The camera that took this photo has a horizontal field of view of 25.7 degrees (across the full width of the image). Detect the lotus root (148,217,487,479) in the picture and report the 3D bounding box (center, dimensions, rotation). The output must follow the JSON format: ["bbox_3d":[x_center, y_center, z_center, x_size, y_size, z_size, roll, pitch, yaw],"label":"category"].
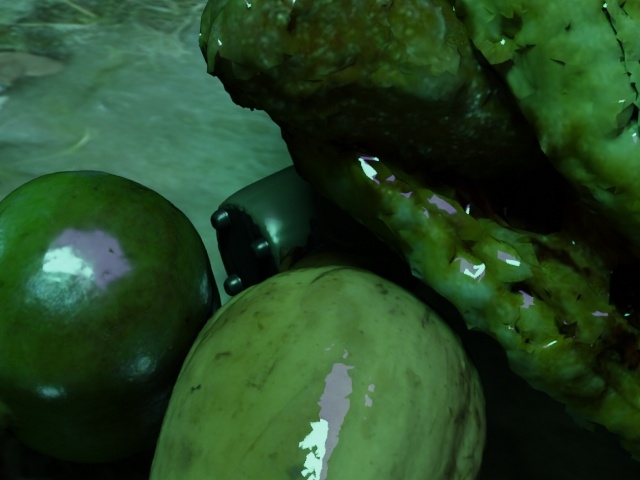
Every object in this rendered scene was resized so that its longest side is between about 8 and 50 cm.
[{"bbox_3d":[0.001,0.107,0.631,0.140,0.154,0.257,1,54,23],"label":"lotus root"}]

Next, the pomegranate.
[{"bbox_3d":[-0.139,0.053,0.677,0.191,0.152,0.131,-36,62,-17],"label":"pomegranate"}]

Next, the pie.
[{"bbox_3d":[0.119,-0.086,0.763,0.395,0.180,0.418,41,20,-14],"label":"pie"}]

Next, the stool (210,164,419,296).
[{"bbox_3d":[0.000,0.000,0.798,0.110,0.096,0.096,-19,48,-26],"label":"stool"}]
